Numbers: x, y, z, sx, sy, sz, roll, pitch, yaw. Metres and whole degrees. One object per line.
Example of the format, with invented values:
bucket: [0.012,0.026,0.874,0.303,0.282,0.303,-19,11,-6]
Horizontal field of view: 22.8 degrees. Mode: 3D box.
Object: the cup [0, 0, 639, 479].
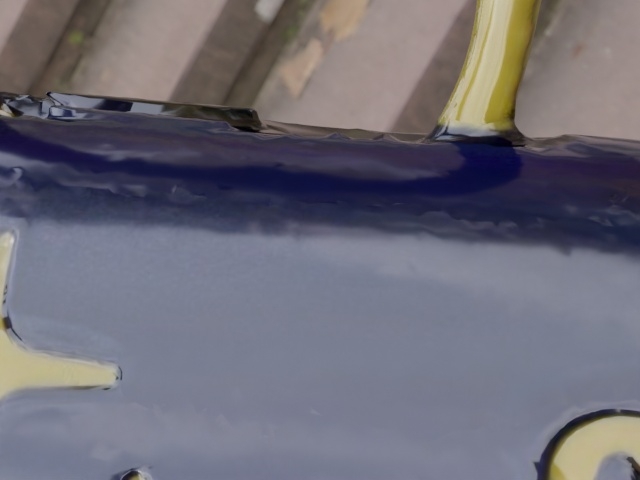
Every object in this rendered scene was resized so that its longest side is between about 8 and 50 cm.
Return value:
cup: [-0.002,0.016,0.366,0.178,0.256,0.255,-79,-9,-55]
